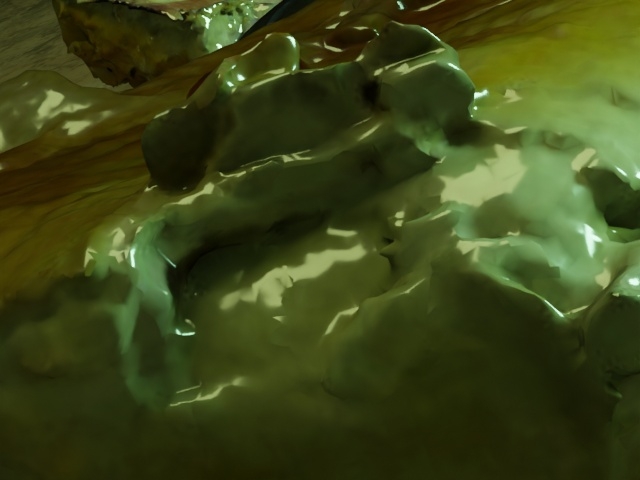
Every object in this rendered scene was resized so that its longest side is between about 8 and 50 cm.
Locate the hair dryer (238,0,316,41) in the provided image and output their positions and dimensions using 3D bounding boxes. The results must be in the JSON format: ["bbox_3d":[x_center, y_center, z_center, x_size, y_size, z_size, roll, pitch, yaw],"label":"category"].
[{"bbox_3d":[0.052,-0.042,0.649,0.219,0.075,0.195,-6,31,30],"label":"hair dryer"}]

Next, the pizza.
[{"bbox_3d":[-0.068,-0.118,1.093,0.161,0.086,0.305,-1,16,-3],"label":"pizza"}]

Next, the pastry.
[{"bbox_3d":[0.005,-0.002,0.457,0.257,0.121,0.236,-17,14,20],"label":"pastry"}]
